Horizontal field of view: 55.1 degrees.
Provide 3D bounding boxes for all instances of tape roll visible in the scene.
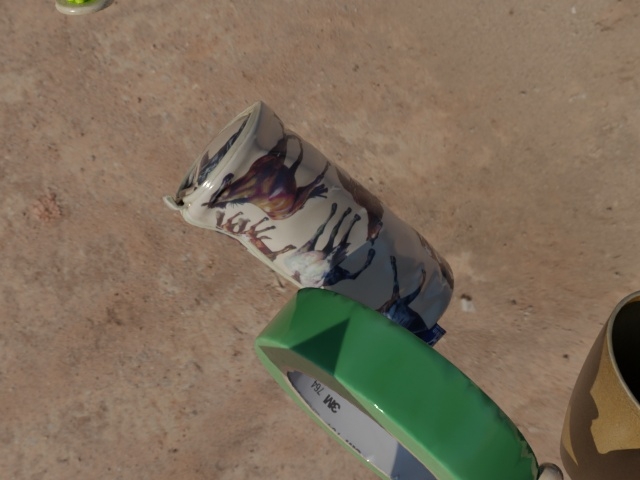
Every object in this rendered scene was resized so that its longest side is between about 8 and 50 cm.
[{"bbox_3d":[0.071,0.187,0.663,0.321,0.321,0.077,36,69,13],"label":"tape roll"}]

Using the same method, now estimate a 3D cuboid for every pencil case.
[{"bbox_3d":[0.000,0.000,0.800,0.410,0.160,0.184,37,68,-28],"label":"pencil case"}]

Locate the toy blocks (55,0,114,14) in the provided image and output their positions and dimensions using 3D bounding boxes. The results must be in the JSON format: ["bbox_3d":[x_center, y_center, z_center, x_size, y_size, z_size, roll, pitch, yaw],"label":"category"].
[{"bbox_3d":[-0.241,-0.284,0.527,0.123,0.148,0.054,31,53,32],"label":"toy blocks"}]

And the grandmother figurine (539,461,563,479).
[{"bbox_3d":[0.287,0.319,0.634,0.104,0.342,0.208,-28,78,-37],"label":"grandmother figurine"}]

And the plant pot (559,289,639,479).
[{"bbox_3d":[0.413,0.230,0.766,0.237,0.254,0.237,6,47,-7],"label":"plant pot"}]
